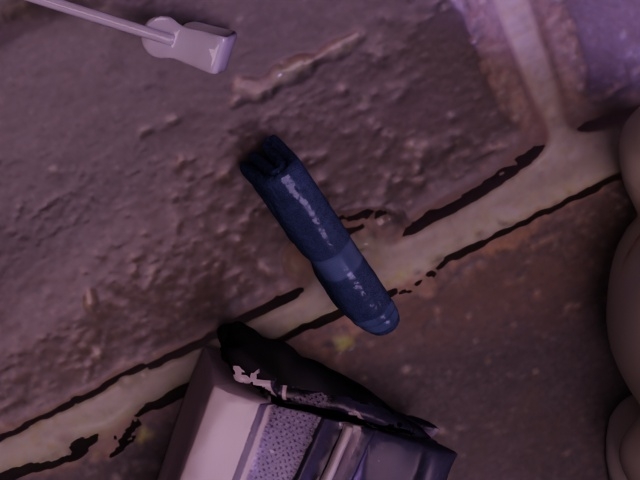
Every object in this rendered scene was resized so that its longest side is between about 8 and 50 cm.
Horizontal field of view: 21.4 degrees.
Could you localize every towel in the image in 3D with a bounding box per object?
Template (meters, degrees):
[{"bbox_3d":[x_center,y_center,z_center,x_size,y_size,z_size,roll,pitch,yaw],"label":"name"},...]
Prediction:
[{"bbox_3d":[0.000,0.000,0.953,0.029,0.067,0.119,-35,112,-4],"label":"towel"}]

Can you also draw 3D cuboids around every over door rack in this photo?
[{"bbox_3d":[-0.155,-0.231,0.821,0.324,0.108,0.239,14,104,-18],"label":"over door rack"}]

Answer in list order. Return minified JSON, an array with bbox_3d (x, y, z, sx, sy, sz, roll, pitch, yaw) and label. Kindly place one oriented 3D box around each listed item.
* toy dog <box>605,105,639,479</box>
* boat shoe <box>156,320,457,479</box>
[{"bbox_3d":[0.336,0.101,0.889,0.284,0.408,0.395,-26,112,-6],"label":"toy dog"},{"bbox_3d":[-0.041,0.229,0.978,0.158,0.127,0.340,20,100,-12],"label":"boat shoe"}]
